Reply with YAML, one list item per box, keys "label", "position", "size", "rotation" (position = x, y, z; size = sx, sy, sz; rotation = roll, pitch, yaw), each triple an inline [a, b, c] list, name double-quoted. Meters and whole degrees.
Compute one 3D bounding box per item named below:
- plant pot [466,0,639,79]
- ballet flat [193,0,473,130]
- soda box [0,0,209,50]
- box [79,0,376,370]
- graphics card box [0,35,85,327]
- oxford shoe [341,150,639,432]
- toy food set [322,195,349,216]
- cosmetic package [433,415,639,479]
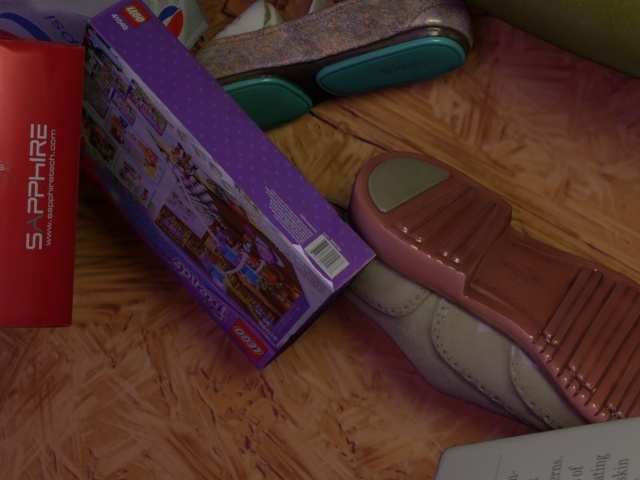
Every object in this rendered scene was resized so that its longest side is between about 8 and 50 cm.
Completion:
- label: "plant pot"
  position: [0.235, -0.236, 0.904]
  size: [0.293, 0.274, 0.275]
  rotation: [12, 98, 39]
- label: "ballet flat"
  position: [-0.015, -0.170, 1.098]
  size: [0.316, 0.107, 0.106]
  rotation: [-12, 67, 19]
- label: "soda box"
  position: [-0.252, -0.230, 1.158]
  size: [0.286, 0.091, 0.098]
  rotation: [19, 60, 29]
- label: "box"
  position: [-0.102, -0.042, 1.049]
  size: [0.293, 0.057, 0.201]
  rotation: [48, 149, 5]
- label: "graphics card box"
  position: [-0.312, -0.060, 1.119]
  size: [0.371, 0.094, 0.233]
  rotation: [10, 98, 61]
- label: "oxford shoe"
  position: [0.177, 0.090, 1.017]
  size: [0.397, 0.140, 0.146]
  rotation: [41, 138, 12]
- label: "toy food set"
  position: [0.000, 0.000, 1.128]
  size: [0.082, 0.020, 0.083]
  rotation: [36, 106, 19]
- label: "cosmetic package"
  position: [0.279, 0.325, 0.798]
  size: [0.393, 0.329, 0.327]
  rotation: [-14, 114, 24]
